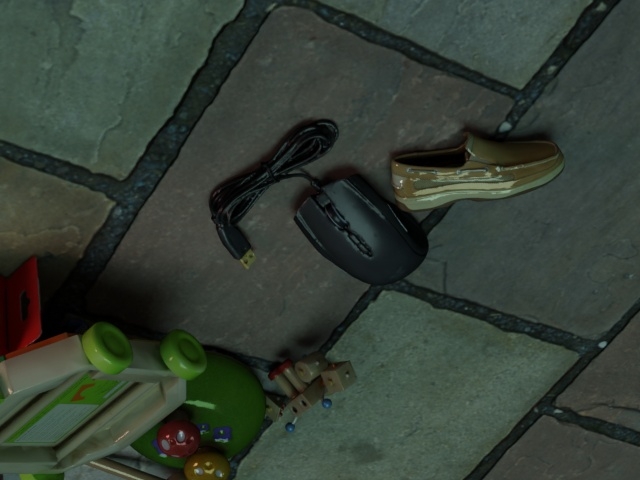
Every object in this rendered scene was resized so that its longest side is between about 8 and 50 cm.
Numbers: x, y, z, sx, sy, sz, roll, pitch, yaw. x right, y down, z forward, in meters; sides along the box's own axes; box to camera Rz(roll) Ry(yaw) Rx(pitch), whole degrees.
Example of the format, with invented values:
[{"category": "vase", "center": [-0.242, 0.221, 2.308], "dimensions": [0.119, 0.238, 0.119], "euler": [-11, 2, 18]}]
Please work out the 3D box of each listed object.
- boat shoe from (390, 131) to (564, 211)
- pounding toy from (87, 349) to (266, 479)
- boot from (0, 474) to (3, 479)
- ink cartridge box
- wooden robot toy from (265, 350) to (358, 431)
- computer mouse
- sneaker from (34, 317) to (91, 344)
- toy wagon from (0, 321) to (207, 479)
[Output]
[{"category": "boat shoe", "center": [0.169, -0.084, 1.643], "dimensions": [0.190, 0.068, 0.072], "euler": [-14, 122, -1]}, {"category": "pounding toy", "center": [-0.167, 0.249, 1.815], "dimensions": [0.183, 0.110, 0.237], "euler": [24, 122, -24]}, {"category": "boot", "center": [-0.478, 0.226, 1.764], "dimensions": [0.206, 0.090, 0.248], "euler": [-13, 133, -19]}, {"category": "ink cartridge box", "center": [-0.404, 0.103, 1.615], "dimensions": [0.231, 0.134, 0.078], "euler": [-36, 130, 17]}, {"category": "wooden robot toy", "center": [-0.006, 0.165, 1.832], "dimensions": [0.079, 0.076, 0.173], "euler": [-31, 175, -39]}, {"category": "computer mouse", "center": [0.000, 0.000, 1.676], "dimensions": [0.184, 0.060, 0.262], "euler": [-32, 131, 13]}, {"category": "sneaker", "center": [-0.347, 0.140, 1.711], "dimensions": [0.221, 0.083, 0.087], "euler": [-17, 127, -11]}, {"category": "toy wagon", "center": [-0.292, 0.175, 1.608], "dimensions": [0.267, 0.068, 0.344], "euler": [-39, 152, 25]}]
